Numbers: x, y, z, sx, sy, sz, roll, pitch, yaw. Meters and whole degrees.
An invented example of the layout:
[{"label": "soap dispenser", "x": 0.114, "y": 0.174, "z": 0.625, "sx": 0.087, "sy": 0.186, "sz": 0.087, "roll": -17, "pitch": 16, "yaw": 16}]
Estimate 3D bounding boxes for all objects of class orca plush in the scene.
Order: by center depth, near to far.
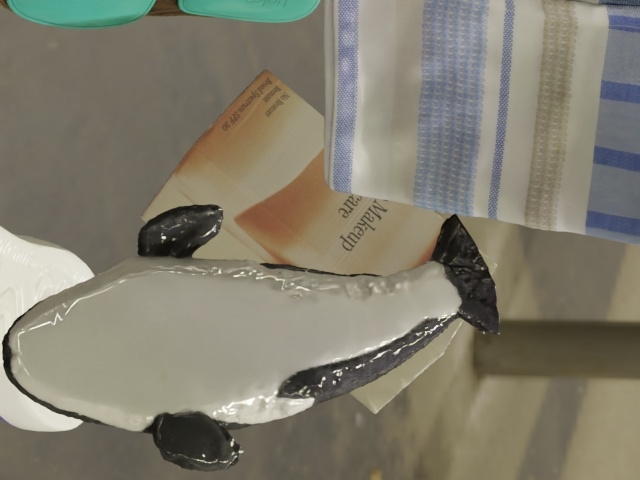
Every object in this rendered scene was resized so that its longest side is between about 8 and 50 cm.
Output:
[{"label": "orca plush", "x": -0.044, "y": 0.048, "z": 0.897, "sx": 0.102, "sy": 0.287, "sz": 0.151, "roll": 133, "pitch": -67, "yaw": -79}]

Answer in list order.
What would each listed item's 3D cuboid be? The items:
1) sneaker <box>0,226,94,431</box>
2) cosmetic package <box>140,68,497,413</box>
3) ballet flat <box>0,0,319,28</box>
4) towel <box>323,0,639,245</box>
[{"label": "sneaker", "x": -0.311, "y": 0.038, "z": 1.063, "sx": 0.323, "sy": 0.236, "sz": 0.130, "roll": 54, "pitch": 48, "yaw": -65}, {"label": "cosmetic package", "x": 0.000, "y": 0.000, "z": 1.401, "sx": 0.296, "sy": 0.129, "sz": 0.153, "roll": 39, "pitch": 45, "yaw": -4}, {"label": "ballet flat", "x": -0.157, "y": -0.273, "z": 1.399, "sx": 0.342, "sy": 0.116, "sz": 0.124, "roll": -7, "pitch": 60, "yaw": -29}, {"label": "towel", "x": 0.132, "y": -0.108, "z": 1.139, "sx": 0.034, "sy": 0.285, "sz": 0.209, "roll": -47, "pitch": 144, "yaw": -56}]
